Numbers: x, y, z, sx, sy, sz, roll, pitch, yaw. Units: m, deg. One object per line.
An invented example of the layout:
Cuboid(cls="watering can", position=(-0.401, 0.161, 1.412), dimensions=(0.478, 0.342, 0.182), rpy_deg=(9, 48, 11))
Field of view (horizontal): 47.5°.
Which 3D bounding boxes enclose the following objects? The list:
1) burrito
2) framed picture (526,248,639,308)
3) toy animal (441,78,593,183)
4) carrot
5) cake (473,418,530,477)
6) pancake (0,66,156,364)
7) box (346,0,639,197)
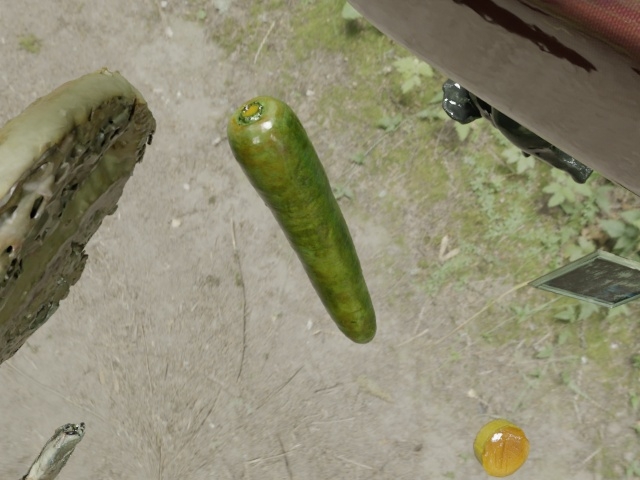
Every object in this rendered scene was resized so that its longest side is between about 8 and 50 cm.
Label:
Cuboid(cls="burrito", position=(-0.394, 0.320, 1.071), dimensions=(0.042, 0.171, 0.051), rpy_deg=(47, 30, 17))
Cuboid(cls="framed picture", position=(0.429, 0.064, 1.095), dimensions=(0.183, 0.142, 0.011), rpy_deg=(15, 61, -25))
Cuboid(cls="toy animal", position=(0.224, -0.156, 0.794), dimensions=(0.146, 0.245, 0.114), rpy_deg=(26, 99, -20))
Cuboid(cls="carrot", position=(0.000, 0.000, 0.780), dimensions=(0.074, 0.358, 0.074), rpy_deg=(-15, 41, 14))
Cuboid(cls="cake", position=(0.271, 0.310, 1.088), dimensions=(0.084, 0.044, 0.084), rpy_deg=(-5, 106, -17))
Cuboid(cls="pancake", position=(-0.257, 0.021, 0.601), dimensions=(0.071, 0.382, 0.382), rpy_deg=(32, 67, -6))
Cuboid(cls="box", position=(0.138, -0.167, 0.487), dimensions=(0.404, 0.263, 0.108), rpy_deg=(41, 93, 25))
